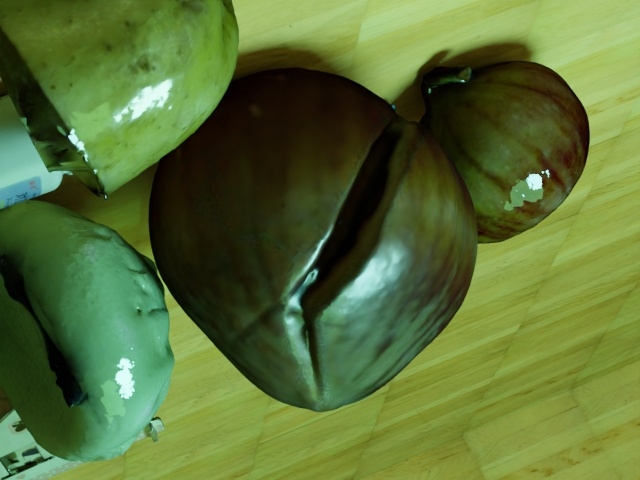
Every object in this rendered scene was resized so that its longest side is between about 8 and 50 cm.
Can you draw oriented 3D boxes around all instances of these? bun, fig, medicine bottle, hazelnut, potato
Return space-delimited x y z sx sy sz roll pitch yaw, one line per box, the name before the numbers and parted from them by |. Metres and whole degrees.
bun | -0.251 0.086 2.080 0.187 0.293 0.293 -22 160 -27
fig | 0.209 -0.112 2.302 0.235 0.214 0.235 -60 173 -13
medicine bottle | -0.312 -0.083 1.850 0.187 0.102 0.103 -21 158 -18
hazelnut | 0.000 0.000 2.112 0.359 0.359 0.409 -31 162 9
potato | -0.175 -0.168 1.678 0.243 0.242 0.285 -26 163 -3

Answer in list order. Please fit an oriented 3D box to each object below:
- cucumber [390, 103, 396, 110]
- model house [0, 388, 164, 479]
cucumber | 0.016 -0.083 2.341 0.044 0.043 0.257 -11 153 -49
model house | -0.371 0.187 2.366 0.326 0.169 0.244 -23 152 -4
